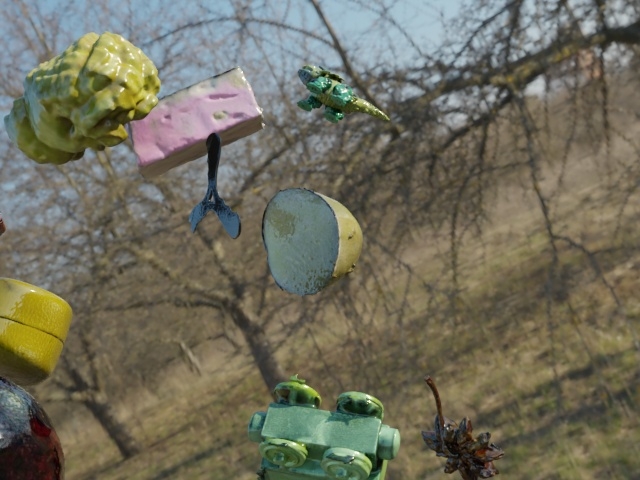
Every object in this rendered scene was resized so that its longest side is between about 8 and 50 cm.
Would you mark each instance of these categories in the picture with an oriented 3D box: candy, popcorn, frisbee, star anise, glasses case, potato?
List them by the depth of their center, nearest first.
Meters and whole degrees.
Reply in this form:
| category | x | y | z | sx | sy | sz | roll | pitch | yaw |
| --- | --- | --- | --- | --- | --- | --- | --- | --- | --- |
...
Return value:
| category | x | y | z | sx | sy | sz | roll | pitch | yaw |
| --- | --- | --- | --- | --- | --- | --- | --- | --- | --- |
| glasses case | -0.521 | 0.151 | 1.343 | 0.371 | 0.141 | 0.173 | -5 | -26 | 45 |
| popcorn | -0.386 | -0.247 | 1.441 | 0.286 | 0.174 | 0.225 | -17 | 31 | 44 |
| potato | 0.000 | 0.000 | 1.484 | 0.117 | 0.182 | 0.202 | -2 | 11 | -41 |
| frisbee | -0.201 | -0.075 | 1.564 | 0.012 | 0.211 | 0.187 | -1 | -23 | -34 |
| candy | -0.244 | -0.225 | 1.649 | 0.265 | 0.116 | 0.155 | -25 | -5 | -6 |
| star anise | 0.266 | 0.403 | 1.759 | 0.073 | 0.234 | 0.177 | -29 | -24 | -41 |

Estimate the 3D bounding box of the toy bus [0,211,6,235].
| category | x | y | z | sx | sy | sz | roll | pitch | yaw |
| --- | --- | --- | --- | --- | --- | --- | --- | --- | --- |
| toy bus | -0.770 | -0.106 | 1.859 | 0.073 | 0.235 | 0.096 | -35 | -12 | -23 |

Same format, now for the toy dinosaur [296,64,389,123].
| category | x | y | z | sx | sy | sz | roll | pitch | yaw |
| --- | --- | --- | --- | --- | --- | --- | --- | --- | --- |
| toy dinosaur | 0.048 | -0.347 | 2.122 | 0.094 | 0.259 | 0.153 | -61 | -3 | 38 |

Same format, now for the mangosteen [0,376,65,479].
| category | x | y | z | sx | sy | sz | roll | pitch | yaw |
| --- | --- | --- | --- | --- | --- | --- | --- | --- | --- |
| mangosteen | -0.426 | 0.269 | 0.943 | 0.288 | 0.288 | 0.288 | -25 | 0 | 0 |

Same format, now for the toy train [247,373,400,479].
| category | x | y | z | sx | sy | sz | roll | pitch | yaw |
| --- | --- | --- | --- | --- | --- | --- | --- | --- | --- |
| toy train | 0.007 | 0.364 | 1.536 | 0.271 | 0.188 | 0.159 | 6 | 50 | 13 |
